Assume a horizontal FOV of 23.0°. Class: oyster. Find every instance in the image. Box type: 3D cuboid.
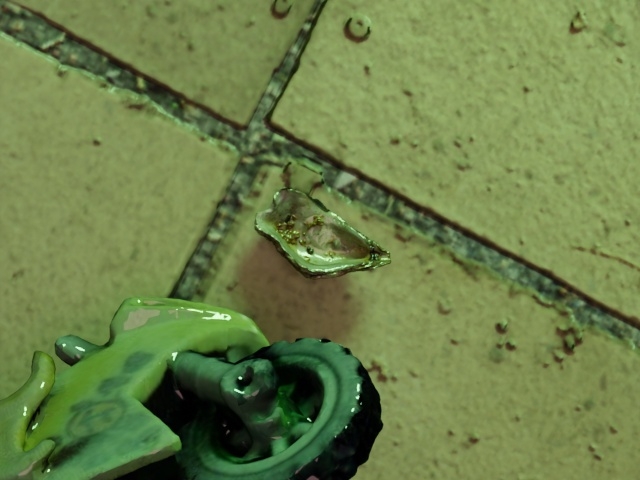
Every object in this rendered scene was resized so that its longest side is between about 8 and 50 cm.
[{"bbox_3d":[-0.001,0.003,1.069,0.093,0.034,0.051,37,72,-1],"label":"oyster"}]

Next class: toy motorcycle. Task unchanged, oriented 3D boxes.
[{"bbox_3d":[-0.163,0.164,0.953,0.410,0.237,0.168,-30,114,-5],"label":"toy motorcycle"}]
